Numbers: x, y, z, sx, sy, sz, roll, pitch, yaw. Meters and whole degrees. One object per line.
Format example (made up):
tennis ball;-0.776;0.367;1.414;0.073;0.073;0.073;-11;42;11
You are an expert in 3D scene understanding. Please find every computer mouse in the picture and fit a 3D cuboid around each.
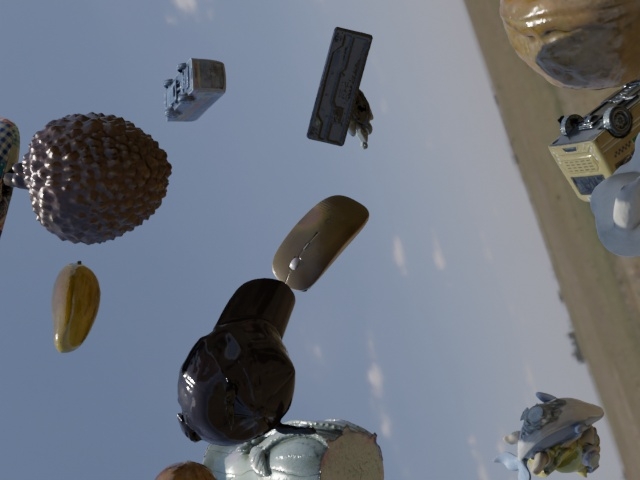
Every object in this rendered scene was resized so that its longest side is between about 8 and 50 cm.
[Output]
computer mouse;0.000;0.000;2.249;0.126;0.245;0.056;33;163;32

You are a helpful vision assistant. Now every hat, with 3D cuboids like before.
hat;-0.102;0.242;1.916;0.336;0.209;0.238;-55;-40;-16

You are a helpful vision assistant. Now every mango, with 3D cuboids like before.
mango;-0.419;0.115;1.794;0.076;0.103;0.161;22;-127;-33

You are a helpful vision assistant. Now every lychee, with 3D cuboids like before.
lychee;-0.325;-0.086;1.465;0.200;0.238;0.200;-3;-90;-85

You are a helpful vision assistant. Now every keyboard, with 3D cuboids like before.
keyboard;0.024;-0.196;1.357;0.010;0.053;0.155;-89;14;-64

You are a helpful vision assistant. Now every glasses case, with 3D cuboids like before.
glasses case;-0.553;-0.043;1.673;0.076;0.125;0.328;28;-114;-48

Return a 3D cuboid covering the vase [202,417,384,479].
vase;-0.072;0.506;2.279;0.250;0.445;0.250;8;-103;-39

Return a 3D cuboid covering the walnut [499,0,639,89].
walnut;0.431;-0.388;1.658;0.306;0.306;0.344;67;170;-16

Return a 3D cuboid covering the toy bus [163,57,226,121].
toy bus;-0.208;-0.240;1.714;0.190;0.075;0.064;158;111;-65

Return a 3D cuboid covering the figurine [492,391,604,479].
figurine;0.409;0.354;1.845;0.184;0.208;0.128;55;177;-33

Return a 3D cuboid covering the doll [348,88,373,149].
doll;0.065;-0.277;2.114;0.096;0.070;0.195;-13;-93;-52

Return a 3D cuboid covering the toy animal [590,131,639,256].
toy animal;0.460;-0.070;1.426;0.127;0.193;0.178;39;160;-1

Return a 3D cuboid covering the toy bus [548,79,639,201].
toy bus;0.689;-0.245;2.300;0.202;0.365;0.177;59;159;-13

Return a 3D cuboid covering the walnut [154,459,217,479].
walnut;-0.176;0.372;1.331;0.116;0.115;0.207;-72;-6;-69
